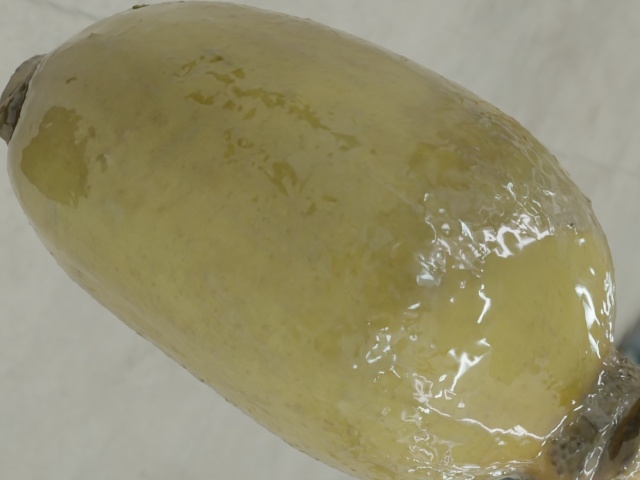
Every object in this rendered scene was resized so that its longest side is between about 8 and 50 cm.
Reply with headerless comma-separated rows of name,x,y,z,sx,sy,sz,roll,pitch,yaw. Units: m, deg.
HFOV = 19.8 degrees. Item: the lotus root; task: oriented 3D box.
lotus root,0.001,-0.003,0.674,0.146,0.303,0.131,-50,157,-21
